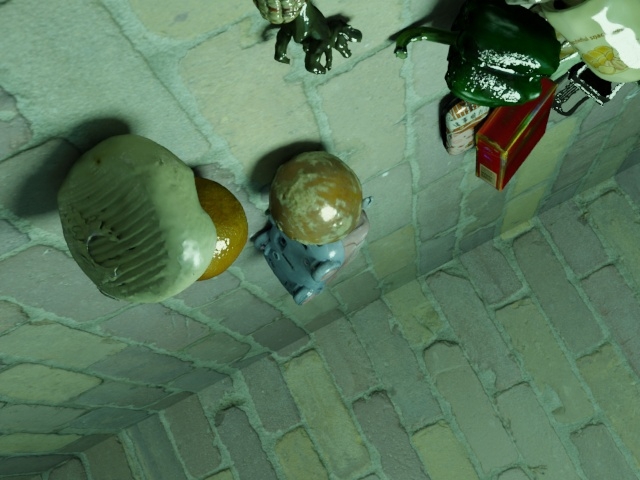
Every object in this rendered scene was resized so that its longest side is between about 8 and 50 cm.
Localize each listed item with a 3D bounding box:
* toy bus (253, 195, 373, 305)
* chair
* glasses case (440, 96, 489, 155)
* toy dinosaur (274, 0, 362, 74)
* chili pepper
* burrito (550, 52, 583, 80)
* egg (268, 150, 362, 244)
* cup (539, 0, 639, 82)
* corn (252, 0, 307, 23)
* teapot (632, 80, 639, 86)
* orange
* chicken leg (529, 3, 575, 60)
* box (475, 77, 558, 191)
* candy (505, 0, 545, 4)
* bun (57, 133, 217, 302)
[{"bbox_3d":[0.000,0.000,1.819,0.232,0.197,0.294,-30,165,-31],"label":"toy bus"},{"bbox_3d":[0.606,-0.355,1.759,0.229,0.106,0.113,-48,-172,45],"label":"chair"},{"bbox_3d":[0.326,-0.265,1.716,0.103,0.067,0.266,-33,164,1],"label":"glasses case"},{"bbox_3d":[0.000,-0.336,1.098,0.187,0.087,0.178,-27,136,-64],"label":"toy dinosaur"},{"bbox_3d":[0.261,-0.325,1.273,0.261,0.173,0.165,15,155,-9],"label":"chili pepper"},{"bbox_3d":[0.539,-0.396,1.696,0.118,0.044,0.074,-35,159,33],"label":"burrito"},{"bbox_3d":[-0.011,-0.084,1.533,0.195,0.194,0.233,-30,167,9],"label":"egg"},{"bbox_3d":[0.511,-0.393,1.217,0.202,0.173,0.255,34,126,-30],"label":"cup"},{"bbox_3d":[-0.054,-0.347,0.888,0.080,0.079,0.237,-25,160,-6],"label":"corn"},{"bbox_3d":[0.813,-0.468,1.741,0.225,0.171,0.203,-20,131,-1],"label":"teapot"},{"bbox_3d":[-0.236,-0.018,1.381,0.206,0.206,0.206,-25,163,-8],"label":"orange"},{"bbox_3d":[0.466,-0.409,1.497,0.125,0.080,0.196,-16,164,6],"label":"chicken leg"},{"bbox_3d":[0.455,-0.255,1.795,0.197,0.089,0.313,-52,164,-3],"label":"box"},{"bbox_3d":[0.347,-0.431,1.055,0.195,0.184,0.137,-18,-167,-28],"label":"candy"},{"bbox_3d":[-0.285,-0.035,1.192,0.273,0.273,0.168,-41,-177,37],"label":"bun"}]
